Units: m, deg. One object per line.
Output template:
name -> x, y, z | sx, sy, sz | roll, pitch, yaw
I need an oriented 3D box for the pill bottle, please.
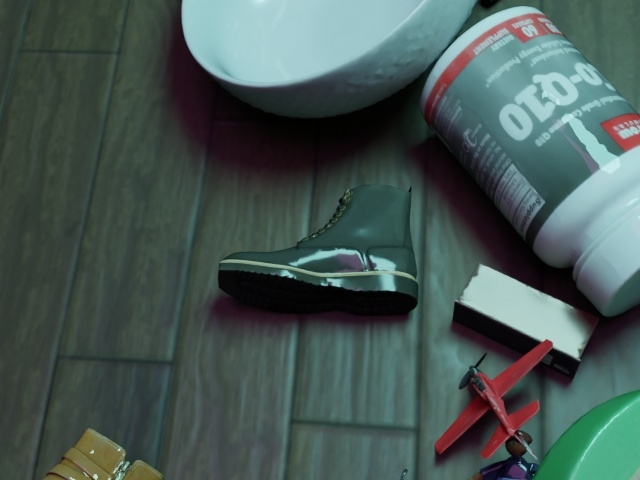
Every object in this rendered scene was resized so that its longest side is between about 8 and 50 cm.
pill bottle -> 0.238, -0.078, 1.033 | 0.161, 0.161, 0.283 | -32, 66, -10

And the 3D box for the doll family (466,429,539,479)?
doll family -> 0.227, 0.226, 0.931 | 0.192, 0.076, 0.111 | 5, 85, -4

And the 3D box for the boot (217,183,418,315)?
boot -> 0.000, 0.000, 1.077 | 0.197, 0.077, 0.137 | 7, 60, -6

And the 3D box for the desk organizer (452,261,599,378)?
desk organizer -> 0.198, 0.076, 1.028 | 0.130, 0.047, 0.050 | 26, 67, 16

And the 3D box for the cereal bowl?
cereal bowl -> 0.027, -0.268, 1.130 | 0.338, 0.141, 0.339 | -14, 58, 24

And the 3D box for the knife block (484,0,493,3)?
knife block -> 0.254, -0.386, 1.235 | 0.088, 0.242, 0.275 | 41, 30, 20

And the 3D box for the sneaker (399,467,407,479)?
sneaker -> 0.090, 0.239, 0.965 | 0.098, 0.038, 0.069 | -10, 65, 0

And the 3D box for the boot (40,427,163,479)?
boot -> -0.246, 0.233, 0.953 | 0.197, 0.073, 0.152 | 39, 60, -21

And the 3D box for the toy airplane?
toy airplane -> 0.157, 0.150, 0.959 | 0.028, 0.151, 0.151 | 41, 69, -23

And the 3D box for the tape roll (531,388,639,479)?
tape roll -> 0.314, 0.271, 0.846 | 0.321, 0.077, 0.321 | 3, 75, -13
